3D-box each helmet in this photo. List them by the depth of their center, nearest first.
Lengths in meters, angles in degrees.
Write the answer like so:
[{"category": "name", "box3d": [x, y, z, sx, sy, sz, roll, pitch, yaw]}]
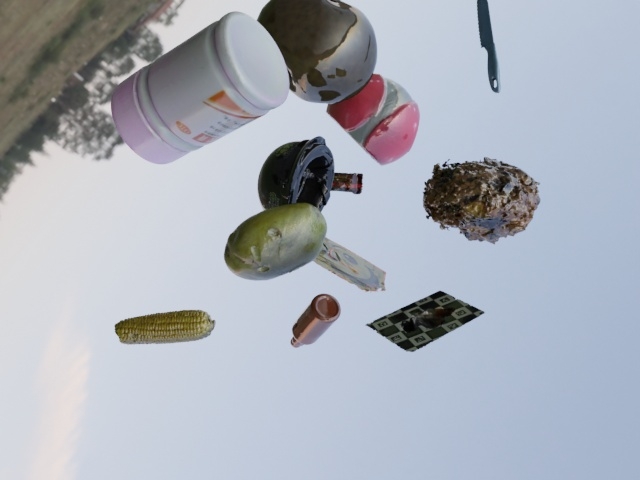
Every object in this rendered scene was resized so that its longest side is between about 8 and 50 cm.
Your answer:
[{"category": "helmet", "box3d": [-0.078, -0.155, 1.893, 0.160, 0.278, 0.230, 21, -129, 24]}]

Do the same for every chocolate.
[{"category": "chocolate", "box3d": [0.059, -0.203, 2.569, 0.028, 0.183, 0.086, -79, 177, -66]}]

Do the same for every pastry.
[{"category": "pastry", "box3d": [0.371, -0.084, 1.723, 0.275, 0.192, 0.275, -1, -152, 1]}]

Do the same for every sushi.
[{"category": "sushi", "box3d": [0.237, 0.193, 1.648, 0.210, 0.040, 0.193, -23, -158, -19]}]

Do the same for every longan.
[{"category": "longan", "box3d": [-0.011, -0.533, 1.999, 0.288, 0.350, 0.288, -52, -176, 5]}]

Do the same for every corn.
[{"category": "corn", "box3d": [-0.560, 0.314, 2.657, 0.363, 0.120, 0.120, -3, -143, 1]}]

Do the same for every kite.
[{"category": "kite", "box3d": [0.080, 0.065, 2.343, 0.327, 0.378, 0.013, 44, -68, 35]}]

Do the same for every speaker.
[{"category": "speaker", "box3d": [0.156, -0.377, 2.260, 0.294, 0.294, 0.294, -35, -149, 24]}]

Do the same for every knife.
[{"category": "knife", "box3d": [0.466, -0.551, 2.047, 0.045, 0.019, 0.313, -14, -107, 36]}]

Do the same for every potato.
[{"category": "potato", "box3d": [-0.101, 0.006, 1.692, 0.197, 0.228, 0.148, -43, -118, 53]}]

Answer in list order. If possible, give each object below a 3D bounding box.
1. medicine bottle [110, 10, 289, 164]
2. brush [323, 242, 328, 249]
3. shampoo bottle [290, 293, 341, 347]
[{"category": "medicine bottle", "box3d": [-0.241, -0.298, 1.476, 0.316, 0.202, 0.202, -21, -142, 31]}, {"category": "brush", "box3d": [0.000, 0.000, 2.341, 0.013, 0.016, 0.083, -27, -123, -14]}, {"category": "shampoo bottle", "box3d": [-0.025, 0.223, 1.927, 0.244, 0.085, 0.085, 124, -11, -55]}]
